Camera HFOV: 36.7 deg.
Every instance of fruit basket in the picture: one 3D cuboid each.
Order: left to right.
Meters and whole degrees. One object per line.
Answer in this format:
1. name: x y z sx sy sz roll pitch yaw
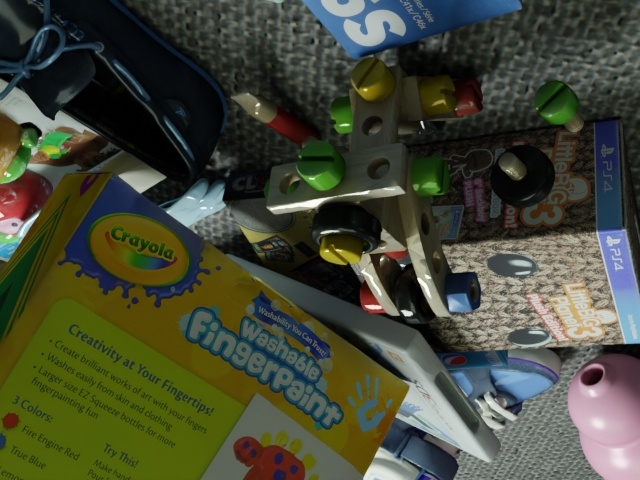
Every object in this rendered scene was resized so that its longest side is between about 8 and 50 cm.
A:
1. fruit basket: -0.402 -0.068 1.093 0.327 0.166 0.353 -24 144 30

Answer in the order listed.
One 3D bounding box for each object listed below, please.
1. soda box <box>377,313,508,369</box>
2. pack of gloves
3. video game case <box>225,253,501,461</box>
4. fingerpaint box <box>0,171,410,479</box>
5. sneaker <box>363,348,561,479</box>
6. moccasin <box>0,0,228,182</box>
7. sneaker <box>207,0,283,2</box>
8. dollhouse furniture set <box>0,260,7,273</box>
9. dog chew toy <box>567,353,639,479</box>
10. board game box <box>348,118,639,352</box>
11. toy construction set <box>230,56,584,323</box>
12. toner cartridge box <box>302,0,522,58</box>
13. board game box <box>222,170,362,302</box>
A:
1. soda box: 0.154 0.138 1.352 0.210 0.071 0.067 -7 144 23
2. pack of gloves: -0.228 -0.017 1.148 0.232 0.046 0.195 -29 153 26
3. video game case: 0.048 0.152 1.253 0.329 0.036 0.300 20 157 41
4. fingerpaint box: -0.173 0.200 1.042 0.444 0.371 0.163 37 164 -29
5. sneaker: 0.202 0.292 1.422 0.322 0.236 0.130 -16 139 33
6. moccasin: -0.234 -0.173 0.935 0.342 0.117 0.137 27 143 -25
7. sneaker: -0.083 -0.236 0.882 0.098 0.038 0.069 32 143 -15
8. dollhouse furniture set: -0.452 0.134 1.381 0.301 0.198 0.151 -16 138 34
9. dog chew toy: 0.470 0.281 1.391 0.206 0.207 0.332 -21 129 37
10. board game box: 0.205 0.008 1.081 0.290 0.141 0.232 -6 144 22
11. toy construction set: 0.027 -0.082 0.888 0.308 0.258 0.237 22 177 38
12. toner cartridge box: 0.011 -0.279 0.717 0.165 0.075 0.348 -13 148 30
13. board game box: 0.000 0.000 1.208 0.165 0.042 0.243 -3 145 19
